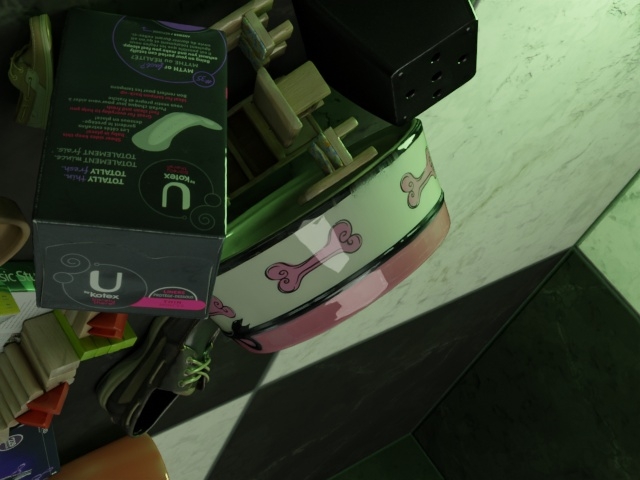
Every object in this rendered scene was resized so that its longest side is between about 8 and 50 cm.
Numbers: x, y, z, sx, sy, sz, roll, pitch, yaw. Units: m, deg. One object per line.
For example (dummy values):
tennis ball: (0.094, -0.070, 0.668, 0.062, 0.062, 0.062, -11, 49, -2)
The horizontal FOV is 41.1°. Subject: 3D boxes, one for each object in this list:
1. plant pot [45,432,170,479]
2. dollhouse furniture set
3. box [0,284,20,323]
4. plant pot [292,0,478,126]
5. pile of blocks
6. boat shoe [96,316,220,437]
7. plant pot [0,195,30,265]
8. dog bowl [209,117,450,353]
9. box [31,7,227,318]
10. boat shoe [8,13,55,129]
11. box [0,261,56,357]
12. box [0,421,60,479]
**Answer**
plant pot: (-0.442, 0.546, 1.712, 0.243, 0.275, 0.275, -10, 146, -29)
dollhouse furniture set: (-0.076, -0.132, 1.011, 0.161, 0.212, 0.242, -34, -178, -7)
box: (-0.419, 0.092, 0.927, 0.105, 0.043, 0.179, -31, 176, 7)
plant pot: (0.094, -0.258, 1.062, 0.188, 0.167, 0.187, -34, 156, -6)
pile of blocks: (-0.351, 0.175, 1.165, 0.362, 0.113, 0.149, -43, 157, 15)
boat shoe: (-0.247, 0.214, 1.505, 0.355, 0.130, 0.132, -47, 155, 22)
plant pot: (-0.420, -0.004, 0.837, 0.237, 0.110, 0.237, -31, 174, -4)
dog bowl: (0.000, 0.000, 1.185, 0.407, 0.150, 0.408, -31, -169, 7)
box: (-0.179, -0.075, 0.832, 0.165, 0.271, 0.143, 5, 142, -13)
boat shoe: (-0.286, -0.163, 0.846, 0.045, 0.050, 0.135, 0, 137, -17)
box: (-0.436, 0.123, 1.162, 0.232, 0.058, 0.322, -47, 156, 23)
box: (-0.527, 0.330, 1.365, 0.184, 0.103, 0.261, -28, 155, -27)
